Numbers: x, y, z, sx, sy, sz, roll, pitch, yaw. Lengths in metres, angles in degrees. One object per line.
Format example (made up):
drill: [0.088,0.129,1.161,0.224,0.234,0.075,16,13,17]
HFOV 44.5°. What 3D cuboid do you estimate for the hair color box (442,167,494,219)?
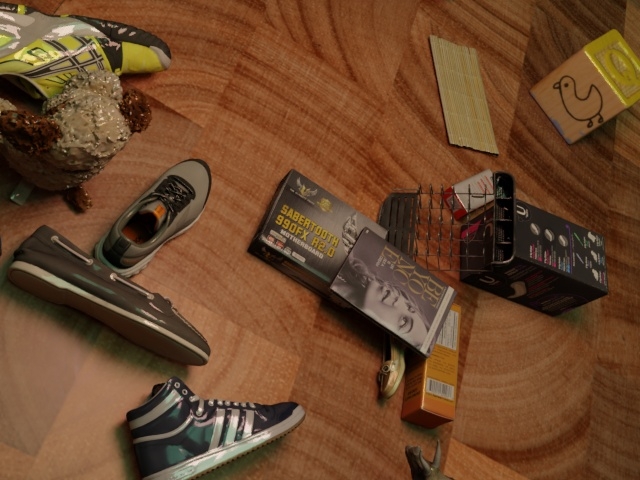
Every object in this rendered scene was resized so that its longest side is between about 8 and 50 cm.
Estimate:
hair color box: [0.340,-0.104,1.741,0.141,0.043,0.072,-24,80,-36]

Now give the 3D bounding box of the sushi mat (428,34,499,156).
sushi mat: [0.345,-0.352,1.886,0.151,0.019,0.316,7,63,-28]

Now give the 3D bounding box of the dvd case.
dvd case: [0.138,0.094,1.448,0.221,0.018,0.164,36,53,-5]

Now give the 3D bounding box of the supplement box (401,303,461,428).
supplement box: [0.211,0.227,1.473,0.080,0.078,0.233,23,56,-16]

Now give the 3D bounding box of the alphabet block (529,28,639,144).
alphabet block: [0.699,-0.393,2.011,0.193,0.197,0.192,-35,87,-38]

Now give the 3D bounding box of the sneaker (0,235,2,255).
sneaker: [-0.544,0.029,1.103,0.163,0.086,0.226,17,58,-21]

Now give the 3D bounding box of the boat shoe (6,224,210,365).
boat shoe: [-0.308,0.083,1.206,0.335,0.112,0.095,28,59,-12]

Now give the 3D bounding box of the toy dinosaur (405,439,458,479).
toy dinosaur: [0.243,0.468,1.318,0.314,0.160,0.121,32,54,-13]

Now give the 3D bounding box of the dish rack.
dish rack: [0.245,-0.031,1.542,0.272,0.074,0.208,1,59,13]

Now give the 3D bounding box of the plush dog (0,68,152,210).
plush dog: [-0.376,-0.154,1.182,0.262,0.225,0.210,-24,97,-31]

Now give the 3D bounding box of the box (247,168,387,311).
box: [0.000,0.000,1.471,0.231,0.056,0.183,33,54,-14]

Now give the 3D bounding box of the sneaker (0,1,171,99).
sneaker: [-0.440,-0.310,1.333,0.385,0.145,0.147,-2,100,-36]

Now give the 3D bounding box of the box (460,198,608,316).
box: [0.451,0.038,1.659,0.270,0.165,0.143,20,58,-22]

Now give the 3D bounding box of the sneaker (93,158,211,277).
sneaker: [-0.260,-0.049,1.305,0.100,0.108,0.271,40,51,-6]

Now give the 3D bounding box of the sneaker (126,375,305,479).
sneaker: [-0.162,0.267,1.210,0.282,0.099,0.153,-18,79,-33]

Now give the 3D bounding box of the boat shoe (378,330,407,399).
boat shoe: [0.128,0.220,1.442,0.048,0.056,0.153,24,54,-8]
